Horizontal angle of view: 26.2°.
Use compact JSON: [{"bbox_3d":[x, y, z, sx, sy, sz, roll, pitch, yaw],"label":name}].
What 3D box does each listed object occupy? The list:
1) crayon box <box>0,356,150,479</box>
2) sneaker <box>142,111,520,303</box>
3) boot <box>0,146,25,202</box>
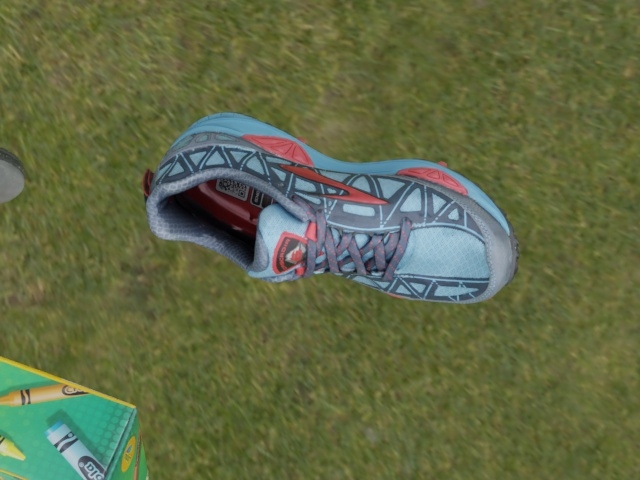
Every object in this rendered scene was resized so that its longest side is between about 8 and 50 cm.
[{"bbox_3d":[-0.270,0.139,1.014,0.279,0.165,0.081,18,63,7],"label":"crayon box"},{"bbox_3d":[0.000,0.000,0.927,0.262,0.125,0.104,15,120,17],"label":"sneaker"},{"bbox_3d":[-0.336,-0.004,1.187,0.083,0.246,0.161,-19,80,23],"label":"boot"}]
